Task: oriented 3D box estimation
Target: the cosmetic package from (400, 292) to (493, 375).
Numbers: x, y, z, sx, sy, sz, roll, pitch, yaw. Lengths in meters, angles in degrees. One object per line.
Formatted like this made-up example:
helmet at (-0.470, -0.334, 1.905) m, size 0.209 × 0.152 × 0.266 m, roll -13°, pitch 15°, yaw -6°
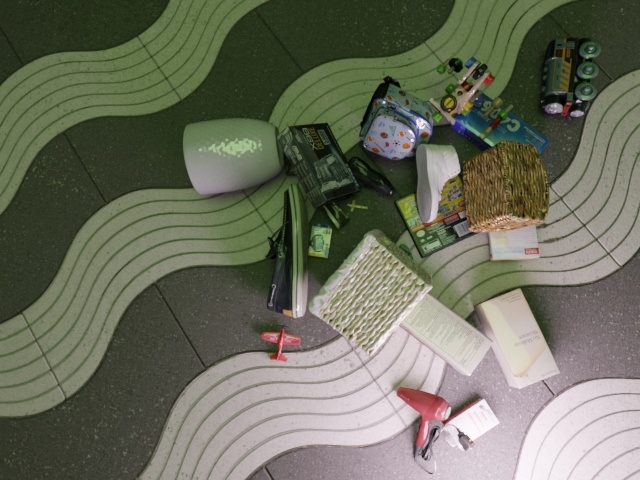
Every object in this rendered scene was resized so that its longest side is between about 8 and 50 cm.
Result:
cosmetic package at (0.437, 0.328, 1.616) m, size 0.296 × 0.129 × 0.153 m, roll 39°, pitch 81°, yaw 11°

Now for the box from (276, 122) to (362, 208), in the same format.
box at (0.000, -0.291, 1.710) m, size 0.076 × 0.242 × 0.308 m, roll -31°, pitch 84°, yaw 40°

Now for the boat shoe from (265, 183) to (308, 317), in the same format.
boat shoe at (-0.128, 0.035, 1.683) m, size 0.155 × 0.187 × 0.501 m, roll 1°, pitch 86°, yaw 9°

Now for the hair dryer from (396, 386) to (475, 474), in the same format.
hair dryer at (0.360, 0.634, 1.559) m, size 0.223 × 0.080 × 0.294 m, roll -40°, pitch 63°, yaw 19°

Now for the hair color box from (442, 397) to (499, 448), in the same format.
hair color box at (0.526, 0.638, 1.582) m, size 0.167 × 0.053 × 0.093 m, roll -31°, pitch 76°, yaw -2°

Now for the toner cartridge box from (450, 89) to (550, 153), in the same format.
toner cartridge box at (0.706, -0.427, 1.791) m, size 0.347 × 0.075 × 0.165 m, roll 40°, pitch 84°, yaw 10°

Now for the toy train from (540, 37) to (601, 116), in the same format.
toy train at (0.989, -0.652, 1.799) m, size 0.190 × 0.142 × 0.335 m, roll 8°, pitch 80°, yaw 18°

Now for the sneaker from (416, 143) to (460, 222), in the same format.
sneaker at (0.456, -0.218, 1.707) m, size 0.169 × 0.108 × 0.293 m, roll -6°, pitch 100°, yaw -22°

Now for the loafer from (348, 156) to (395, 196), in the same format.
loafer at (0.196, -0.243, 1.791) m, size 0.223 × 0.076 × 0.078 m, roll 39°, pitch 117°, yaw 7°

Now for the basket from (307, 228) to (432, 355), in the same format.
basket at (0.177, 0.167, 1.537) m, size 0.266 × 0.328 × 0.331 m, roll 41°, pitch 101°, yaw 8°

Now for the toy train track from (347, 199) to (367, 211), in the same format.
toy train track at (0.147, -0.137, 1.794) m, size 0.083 × 0.014 × 0.048 m, roll 10°, pitch 79°, yaw 5°

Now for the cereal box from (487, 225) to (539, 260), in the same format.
cereal box at (0.720, -0.046, 1.707) m, size 0.172 × 0.047 × 0.241 m, roll -2°, pitch 79°, yaw 5°

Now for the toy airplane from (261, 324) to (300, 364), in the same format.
toy airplane at (-0.148, 0.391, 1.690) m, size 0.151 × 0.028 × 0.151 m, roll -1°, pitch 78°, yaw 5°

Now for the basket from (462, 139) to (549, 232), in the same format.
basket at (0.683, -0.188, 1.665) m, size 0.213 × 0.223 × 0.300 m, roll 3°, pitch 77°, yaw -22°

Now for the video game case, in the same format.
video game case at (0.464, -0.098, 1.756) m, size 0.274 × 0.035 × 0.249 m, roll -24°, pitch 78°, yaw -1°

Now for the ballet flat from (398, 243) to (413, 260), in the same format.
ballet flat at (0.319, 0.103, 1.699) m, size 0.070 × 0.070 × 0.189 m, roll -15°, pitch 76°, yaw 0°

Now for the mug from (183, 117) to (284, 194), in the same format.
mug at (-0.316, -0.364, 1.760) m, size 0.327 × 0.276 × 0.374 m, roll -7°, pitch 44°, yaw 5°

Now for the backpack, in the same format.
backpack at (0.299, -0.441, 1.725) m, size 0.263 × 0.277 × 0.213 m, roll 16°, pitch 63°, yaw -7°

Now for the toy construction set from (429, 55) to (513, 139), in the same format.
toy construction set at (0.536, -0.497, 1.688) m, size 0.308 × 0.257 × 0.237 m, roll 41°, pitch 95°, yaw -16°

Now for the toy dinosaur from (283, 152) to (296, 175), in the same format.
toy dinosaur at (-0.124, -0.317, 1.828) m, size 0.118 × 0.064 × 0.268 m, roll 38°, pitch 85°, yaw 25°

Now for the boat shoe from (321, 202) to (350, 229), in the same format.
boat shoe at (0.028, -0.153, 1.775) m, size 0.068 × 0.081 × 0.228 m, roll -33°, pitch 85°, yaw -7°

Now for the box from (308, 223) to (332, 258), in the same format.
box at (0.000, 0.000, 1.767) m, size 0.081 × 0.028 × 0.136 m, roll 7°, pitch 80°, yaw 6°

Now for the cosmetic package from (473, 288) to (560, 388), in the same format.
cosmetic package at (0.691, 0.345, 1.606) m, size 0.160 × 0.113 × 0.310 m, roll -22°, pitch 76°, yaw -2°
